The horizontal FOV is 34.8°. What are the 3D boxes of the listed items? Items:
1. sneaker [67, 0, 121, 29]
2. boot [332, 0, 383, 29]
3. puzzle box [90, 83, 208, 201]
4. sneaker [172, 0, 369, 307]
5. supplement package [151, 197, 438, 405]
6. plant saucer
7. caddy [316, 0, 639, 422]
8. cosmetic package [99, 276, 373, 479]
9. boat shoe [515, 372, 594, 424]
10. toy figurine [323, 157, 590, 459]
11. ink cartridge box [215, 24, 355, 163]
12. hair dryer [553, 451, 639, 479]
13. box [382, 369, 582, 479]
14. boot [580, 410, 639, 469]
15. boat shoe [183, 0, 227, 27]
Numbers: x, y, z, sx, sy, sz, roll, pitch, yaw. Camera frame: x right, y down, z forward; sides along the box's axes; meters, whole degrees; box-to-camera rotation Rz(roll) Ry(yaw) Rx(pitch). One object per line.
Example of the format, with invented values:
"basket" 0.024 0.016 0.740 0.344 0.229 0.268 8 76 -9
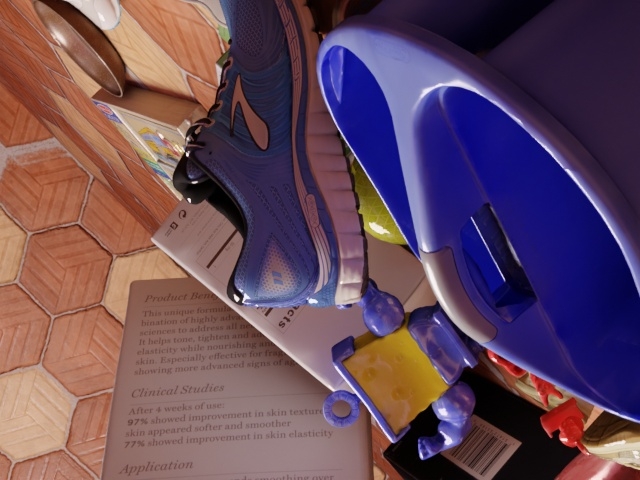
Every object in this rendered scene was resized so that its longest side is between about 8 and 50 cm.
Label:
"sneaker" -0.343 -0.346 1.274 0.229 0.092 0.087 49 165 -26
"boot" 0.035 -0.127 0.820 0.106 0.082 0.219 31 164 38
"puzzle box" -0.212 -0.128 1.660 0.272 0.052 0.409 52 166 -29
"sneaker" -0.059 -0.099 0.848 0.130 0.147 0.330 84 174 -72
"supplement package" -0.018 0.035 1.222 0.293 0.175 0.177 38 177 20
"plant saucer" -0.372 -0.311 1.608 0.198 0.036 0.198 42 168 11
"caddy" 0.133 -0.024 0.622 0.241 0.179 0.341 29 160 47
"cosmetic package" -0.092 0.289 1.401 0.327 0.329 0.394 82 -174 -46
"boat shoe" 0.267 0.166 1.146 0.056 0.048 0.153 33 175 -6
"toy figurine" 0.074 0.105 1.003 0.362 0.217 0.191 53 -167 -9
"ink cartridge box" -0.052 -0.151 1.059 0.209 0.062 0.109 43 169 7
"hair dryer" 0.370 0.300 1.143 0.223 0.080 0.293 -13 127 27
"box" 0.291 0.372 1.404 0.294 0.183 0.296 50 167 -30
"boot" 0.348 0.218 0.958 0.165 0.077 0.213 43 162 -1
"boat shoe" -0.096 -0.235 0.981 0.125 0.038 0.046 28 118 36
